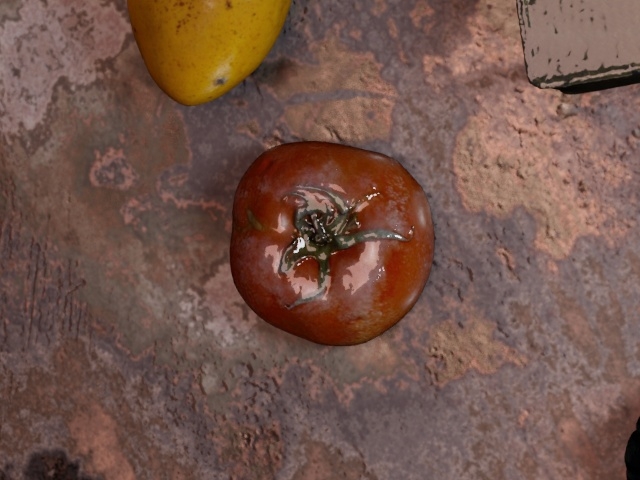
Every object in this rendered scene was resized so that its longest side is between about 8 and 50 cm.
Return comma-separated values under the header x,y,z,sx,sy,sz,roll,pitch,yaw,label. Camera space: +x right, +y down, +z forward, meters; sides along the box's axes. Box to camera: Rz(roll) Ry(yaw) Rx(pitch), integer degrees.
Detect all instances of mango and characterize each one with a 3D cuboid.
x,y,z,sx,sy,sz,roll,pitch,yaw,label
-0.119,-0.288,1.709,0.191,0.160,0.290,2,98,10,mango

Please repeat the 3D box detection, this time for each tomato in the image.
x,y,z,sx,sy,sz,roll,pitch,yaw,label
0.000,0.000,1.714,0.237,0.095,0.236,1,93,19,tomato

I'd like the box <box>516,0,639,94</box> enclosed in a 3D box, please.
x,y,z,sx,sy,sz,roll,pitch,yaw,label
0.335,-0.252,1.560,0.273,0.143,0.184,-8,91,20,box

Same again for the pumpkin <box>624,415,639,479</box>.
x,y,z,sx,sy,sz,roll,pitch,yaw,label
0.395,0.225,1.571,0.194,0.150,0.194,-3,111,-8,pumpkin
